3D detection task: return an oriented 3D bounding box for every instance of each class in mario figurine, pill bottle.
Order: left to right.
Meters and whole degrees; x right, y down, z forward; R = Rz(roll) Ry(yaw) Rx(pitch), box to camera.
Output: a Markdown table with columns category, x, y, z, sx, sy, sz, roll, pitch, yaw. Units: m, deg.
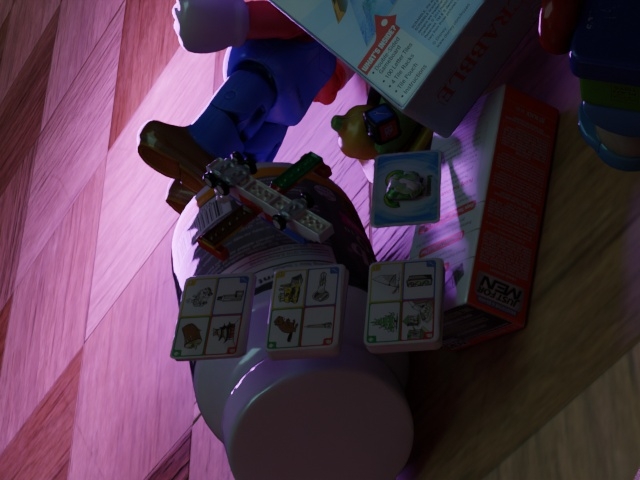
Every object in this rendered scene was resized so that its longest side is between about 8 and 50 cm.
| category | x | y | z | sx | sy | sz | roll | pitch | yaw |
| --- | --- | --- | --- | --- | --- | --- | --- | --- | --- |
| mario figurine | -0.046 | -0.169 | 1.464 | 0.320 | 0.170 | 0.198 | -53 | 7 | -19 |
| pill bottle | -0.022 | 0.070 | 1.270 | 0.162 | 0.162 | 0.278 | -59 | 25 | 23 |

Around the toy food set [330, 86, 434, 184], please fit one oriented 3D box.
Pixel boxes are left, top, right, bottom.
| category | x | y | z | sx | sy | sz | roll | pitch | yaw |
| --- | --- | --- | --- | --- | --- | --- | --- | --- | --- |
| toy food set | 0.067 | -0.150 | 1.382 | 0.218 | 0.071 | 0.128 | -59 | 24 | 22 |

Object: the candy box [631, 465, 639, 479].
| category | x | y | z | sx | sy | sz | roll | pitch | yaw |
| --- | --- | --- | --- | --- | --- | --- | --- | --- | --- |
| candy box | 0.222 | 0.148 | 0.744 | 0.159 | 0.071 | 0.233 | -64 | 21 | 13 |

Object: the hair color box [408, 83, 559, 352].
| category | x | y | z | sx | sy | sz | roll | pitch | yaw |
| --- | --- | --- | --- | --- | --- | --- | --- | --- | --- |
| hair color box | 0.110 | -0.014 | 1.181 | 0.093 | 0.053 | 0.167 | -26 | 45 | 58 |

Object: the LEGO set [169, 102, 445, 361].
| category | x | y | z | sx | sy | sz | roll | pitch | yaw |
| --- | --- | --- | --- | --- | --- | --- | --- | --- | --- |
| LEGO set | 0.000 | 0.000 | 1.195 | 0.244 | 0.182 | 0.060 | -85 | -14 | -45 |

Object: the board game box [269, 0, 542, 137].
| category | x | y | z | sx | sy | sz | roll | pitch | yaw |
| --- | --- | --- | --- | --- | --- | --- | --- | --- | --- |
| board game box | 0.077 | -0.287 | 1.242 | 0.319 | 0.066 | 0.318 | -53 | 51 | 9 |

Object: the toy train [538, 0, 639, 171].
| category | x | y | z | sx | sy | sz | roll | pitch | yaw |
| --- | --- | --- | --- | --- | --- | --- | --- | --- | --- |
| toy train | 0.207 | -0.174 | 1.025 | 0.143 | 0.105 | 0.248 | 73 | -150 | -61 |
